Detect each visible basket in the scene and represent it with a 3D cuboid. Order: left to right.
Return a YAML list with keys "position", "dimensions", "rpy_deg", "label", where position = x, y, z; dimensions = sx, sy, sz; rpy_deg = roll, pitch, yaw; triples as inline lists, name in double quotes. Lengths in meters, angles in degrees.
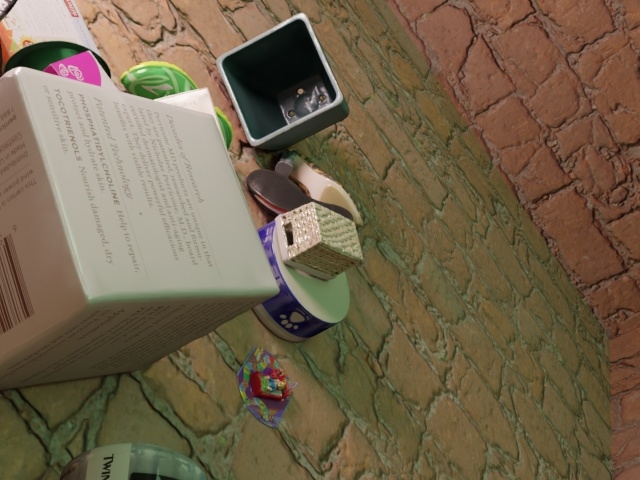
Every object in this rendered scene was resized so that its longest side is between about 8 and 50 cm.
- position: [0.000, 0.000, 1.838]
  dimensions: [0.167, 0.103, 0.113]
  rpy_deg: [25, 45, -49]
  label: "basket"

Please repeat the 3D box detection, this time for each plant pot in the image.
- position: [-0.068, -0.362, 2.162]
  dimensions: [0.248, 0.247, 0.252]
  rpy_deg: [67, 11, 13]
  label: "plant pot"

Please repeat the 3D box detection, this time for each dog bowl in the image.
- position: [-0.055, 0.080, 1.895]
  dimensions: [0.265, 0.104, 0.265]
  rpy_deg: [39, 35, -34]
  label: "dog bowl"

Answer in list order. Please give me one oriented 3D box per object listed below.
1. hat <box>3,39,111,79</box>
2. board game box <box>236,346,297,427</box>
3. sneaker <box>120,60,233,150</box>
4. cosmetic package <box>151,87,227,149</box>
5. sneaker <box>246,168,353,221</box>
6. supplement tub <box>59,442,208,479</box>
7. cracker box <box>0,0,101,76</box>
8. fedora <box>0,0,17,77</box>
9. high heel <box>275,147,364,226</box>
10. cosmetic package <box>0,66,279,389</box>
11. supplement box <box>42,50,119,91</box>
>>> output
- position: [-0.426, -0.205, 1.476]
  dimensions: [0.208, 0.173, 0.183]
  rpy_deg: [27, 41, -50]
  label: "hat"
- position: [-0.097, 0.280, 1.716]
  dimensions: [0.133, 0.033, 0.168]
  rpy_deg: [54, 28, -12]
  label: "board game box"
- position: [-0.289, -0.266, 1.830]
  dimensions: [0.295, 0.109, 0.123]
  rpy_deg: [36, 32, -38]
  label: "sneaker"
- position: [-0.228, -0.127, 1.622]
  dimensions: [0.309, 0.113, 0.160]
  rpy_deg: [92, -19, -68]
  label: "cosmetic package"
- position: [-0.058, -0.056, 2.041]
  dimensions: [0.270, 0.145, 0.090]
  rpy_deg: [26, 58, 6]
  label: "sneaker"
- position: [-0.251, 0.452, 1.117]
  dimensions: [0.207, 0.207, 0.338]
  rpy_deg: [37, 35, -37]
  label: "supplement tub"
- position: [-0.519, -0.371, 1.594]
  dimensions: [0.232, 0.067, 0.155]
  rpy_deg: [-18, 80, -61]
  label: "cracker box"
- position: [-0.568, -0.275, 1.281]
  dimensions: [0.334, 0.334, 0.152]
  rpy_deg: [-84, 166, -48]
  label: "fedora"
- position: [0.004, -0.134, 2.144]
  dimensions: [0.261, 0.093, 0.186]
  rpy_deg: [36, 15, -8]
  label: "high heel"
- position: [-0.338, 0.003, 1.265]
  dimensions: [0.394, 0.329, 0.327]
  rpy_deg: [4, 61, -59]
  label: "cosmetic package"
- position: [-0.435, -0.191, 1.401]
  dimensions: [0.114, 0.220, 0.111]
  rpy_deg: [56, 28, -9]
  label: "supplement box"
